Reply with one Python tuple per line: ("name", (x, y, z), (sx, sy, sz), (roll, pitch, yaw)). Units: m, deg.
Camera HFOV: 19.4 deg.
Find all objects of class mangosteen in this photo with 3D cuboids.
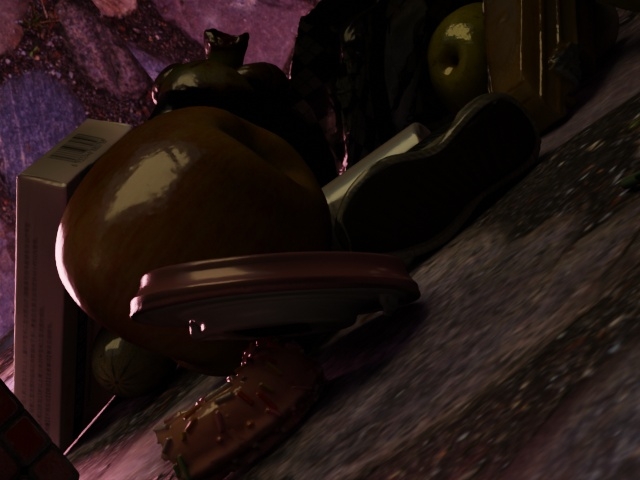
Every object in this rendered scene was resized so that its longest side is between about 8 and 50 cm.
("mangosteen", (-0.107, -0.083, 2.071), (0.287, 0.288, 0.233), (-41, 49, -24))

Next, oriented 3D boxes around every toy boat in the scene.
("toy boat", (0.237, -0.234, 1.967), (0.089, 0.115, 0.310), (-42, 36, 41))

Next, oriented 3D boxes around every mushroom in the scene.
("mushroom", (0.295, -0.233, 2.058), (0.083, 0.067, 0.084), (-29, 54, 48))

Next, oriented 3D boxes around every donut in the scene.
("donut", (-0.054, 0.129, 1.518), (0.117, 0.065, 0.166), (-28, 13, 40))

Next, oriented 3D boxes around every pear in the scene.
("pear", (0.168, -0.192, 2.055), (0.104, 0.141, 0.141), (1, 29, 31))

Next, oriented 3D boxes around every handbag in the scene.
("handbag", (0.129, -0.255, 2.200), (0.416, 0.180, 0.317), (-42, -25, -24))

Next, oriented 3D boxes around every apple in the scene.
("apple", (-0.111, -0.004, 1.789), (0.264, 0.264, 0.264), (-36, 8, 6))

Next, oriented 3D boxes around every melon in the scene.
("melon", (-0.207, 0.125, 2.094), (0.098, 0.098, 0.131), (-32, 13, 33))

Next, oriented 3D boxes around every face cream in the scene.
("face cream", (0.000, 0.000, 1.928), (0.311, 0.092, 0.092), (-35, 8, 14))

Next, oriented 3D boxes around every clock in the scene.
("clock", (-0.037, 0.051, 1.563), (0.244, 0.056, 0.244), (-3, -7, 0))

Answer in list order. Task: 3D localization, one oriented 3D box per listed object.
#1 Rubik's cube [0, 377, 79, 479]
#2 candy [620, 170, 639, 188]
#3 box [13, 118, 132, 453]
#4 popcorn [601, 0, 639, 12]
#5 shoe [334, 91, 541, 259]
("Rubik's cube", (-0.431, 0.245, 1.867), (0.237, 0.238, 0.237), (-26, 13, 50))
("candy", (0.252, -0.057, 1.297), (0.084, 0.078, 0.288), (-59, 3, -11))
("box", (-0.284, 0.054, 2.142), (0.065, 0.343, 0.200), (11, 25, 13))
("popcorn", (0.369, -0.352, 1.890), (0.270, 0.224, 0.258), (2, 63, 53))
("shoe", (0.106, -0.052, 1.785), (0.227, 0.099, 0.112), (-35, 0, -15))
